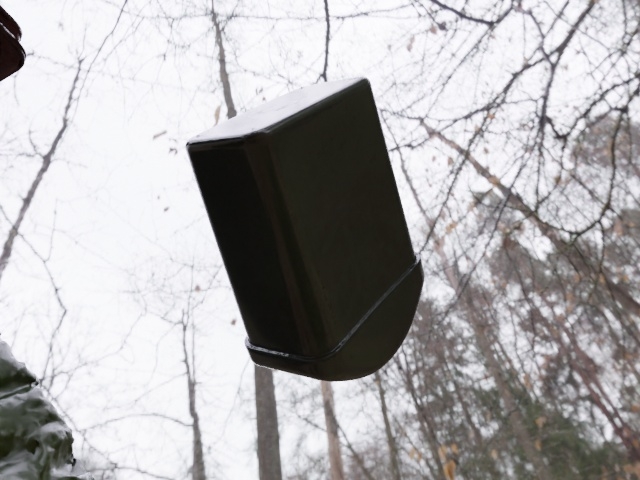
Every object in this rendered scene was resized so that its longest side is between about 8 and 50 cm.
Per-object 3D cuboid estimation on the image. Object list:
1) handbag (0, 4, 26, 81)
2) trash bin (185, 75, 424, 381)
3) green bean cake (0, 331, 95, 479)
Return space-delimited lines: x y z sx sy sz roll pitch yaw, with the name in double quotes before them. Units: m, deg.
"handbag" -0.492 -0.246 0.669 0.216 0.074 0.203 -29 -37 8
"trash bin" 0.000 0.000 0.483 0.101 0.176 0.236 3 -61 40
"green bean cake" -0.353 0.228 0.436 0.218 0.335 0.319 -3 -54 -53
